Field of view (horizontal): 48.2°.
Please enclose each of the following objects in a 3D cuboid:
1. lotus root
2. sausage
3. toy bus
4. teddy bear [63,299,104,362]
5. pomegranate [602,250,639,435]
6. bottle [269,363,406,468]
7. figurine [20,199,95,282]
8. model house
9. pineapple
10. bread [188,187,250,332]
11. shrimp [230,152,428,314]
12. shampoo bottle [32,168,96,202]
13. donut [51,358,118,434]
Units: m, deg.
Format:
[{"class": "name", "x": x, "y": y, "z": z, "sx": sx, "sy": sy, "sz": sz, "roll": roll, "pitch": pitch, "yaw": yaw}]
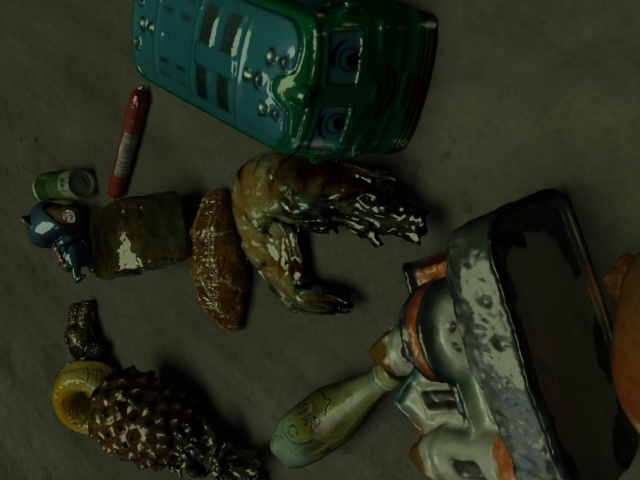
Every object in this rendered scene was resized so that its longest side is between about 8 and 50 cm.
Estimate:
[{"class": "lotus root", "x": -0.300, "y": -0.003, "z": 1.165, "sx": 0.234, "sy": 0.138, "sz": 0.119, "roll": -14, "pitch": 88, "yaw": 58}, {"class": "sausage", "x": -0.337, "y": -0.162, "z": 1.246, "sx": 0.034, "sy": 0.034, "sz": 0.253, "roll": 48, "pitch": 132, "yaw": 24}, {"class": "toy bus", "x": -0.063, "y": -0.223, "z": 0.826, "sx": 0.343, "sy": 0.199, "sz": 0.184, "roll": 31, "pitch": 122, "yaw": 34}, {"class": "teddy bear", "x": -0.500, "y": 0.209, "z": 1.501, "sx": 0.119, "sy": 0.077, "sz": 0.161, "roll": -14, "pitch": 91, "yaw": 44}, {"class": "pomegranate", "x": 0.319, "y": 0.071, "z": 0.495, "sx": 0.270, "sy": 0.251, "sz": 0.229, "roll": 32, "pitch": 117, "yaw": 60}, {"class": "bottle", "x": 0.023, "y": 0.230, "z": 0.963, "sx": 0.270, "sy": 0.083, "sz": 0.083, "roll": -46, "pitch": 70, "yaw": 43}, {"class": "figurine", "x": -0.494, "y": -0.013, "z": 1.419, "sx": 0.144, "sy": 0.114, "sz": 0.178, "roll": -37, "pitch": 87, "yaw": 22}, {"class": "model house", "x": 0.135, "y": 0.120, "z": 0.736, "sx": 0.300, "sy": 0.190, "sz": 0.272, "roll": -19, "pitch": 91, "yaw": 48}, {"class": "pineapple", "x": -0.239, "y": 0.342, "z": 1.235, "sx": 0.361, "sy": 0.175, "sz": 0.175, "roll": 21, "pitch": 118, "yaw": 23}, {"class": "bread", "x": -0.158, "y": 0.039, "z": 1.097, "sx": 0.104, "sy": 0.076, "sz": 0.233, "roll": 10, "pitch": 111, "yaw": 46}, {"class": "shrimp", "x": 0.000, "y": 0.000, "z": 0.929, "sx": 0.364, "sy": 0.071, "sz": 0.233, "roll": 12, "pitch": 117, "yaw": 46}, {"class": "shampoo bottle", "x": -0.523, "y": -0.107, "z": 1.434, "sx": 0.204, "sy": 0.065, "sz": 0.065, "roll": 1, "pitch": 104, "yaw": 46}, {"class": "donut", "x": -0.491, "y": 0.329, "z": 1.488, "sx": 0.146, "sy": 0.078, "sz": 0.181, "roll": 18, "pitch": 125, "yaw": -3}]
